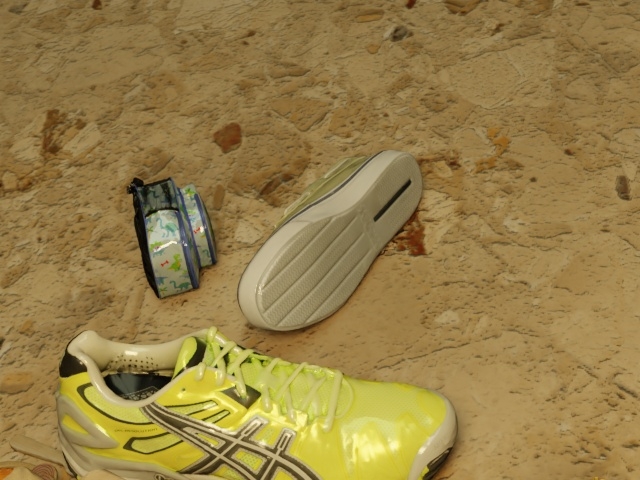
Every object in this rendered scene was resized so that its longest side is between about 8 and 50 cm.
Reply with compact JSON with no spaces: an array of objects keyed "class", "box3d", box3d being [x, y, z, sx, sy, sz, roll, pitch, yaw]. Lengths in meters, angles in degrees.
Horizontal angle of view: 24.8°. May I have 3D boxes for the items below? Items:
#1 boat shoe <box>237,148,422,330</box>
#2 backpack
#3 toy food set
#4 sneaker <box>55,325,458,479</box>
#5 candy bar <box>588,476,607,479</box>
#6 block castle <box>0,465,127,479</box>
[{"class":"boat shoe","box3d":[0.000,0.000,1.563,0.094,0.109,0.302,1,30,41]},{"class":"backpack","box3d":[-0.159,-0.002,1.593,0.084,0.105,0.114,-12,51,-3]},{"class":"toy food set","box3d":[-0.311,0.254,1.384,0.132,0.038,0.192,13,46,29]},{"class":"sneaker","box3d":[-0.068,0.162,1.336,0.385,0.147,0.145,-1,39,10]},{"class":"candy bar","box3d":[0.260,0.261,1.226,0.040,0.018,0.161,-20,40,-8]},{"class":"block castle","box3d":[-0.326,0.363,1.096,0.453,0.212,0.303,-11,32,9]}]
